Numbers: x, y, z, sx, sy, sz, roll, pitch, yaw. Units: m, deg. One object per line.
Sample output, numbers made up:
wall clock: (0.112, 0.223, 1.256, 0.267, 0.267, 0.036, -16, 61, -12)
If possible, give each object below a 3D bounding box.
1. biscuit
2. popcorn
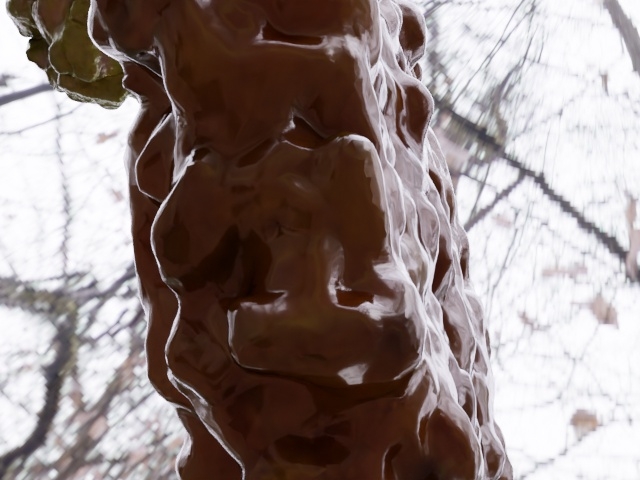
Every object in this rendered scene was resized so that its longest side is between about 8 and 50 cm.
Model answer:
biscuit: (0.000, 0.000, 0.619, 0.110, 0.312, 0.318, -10, -114, 7)
popcorn: (-0.135, -0.157, 1.035, 0.126, 0.126, 0.145, 12, -97, -12)
